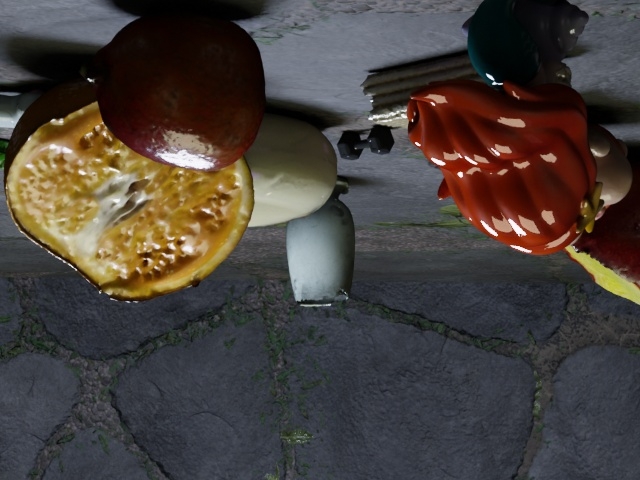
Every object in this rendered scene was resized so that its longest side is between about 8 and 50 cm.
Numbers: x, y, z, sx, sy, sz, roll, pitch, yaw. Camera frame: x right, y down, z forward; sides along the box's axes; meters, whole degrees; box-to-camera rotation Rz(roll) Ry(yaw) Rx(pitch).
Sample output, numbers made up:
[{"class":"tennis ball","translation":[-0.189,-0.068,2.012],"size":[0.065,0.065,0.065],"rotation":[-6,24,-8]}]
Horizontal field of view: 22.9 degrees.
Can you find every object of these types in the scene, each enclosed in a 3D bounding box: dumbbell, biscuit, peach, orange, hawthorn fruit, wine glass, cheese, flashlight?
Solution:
[{"class":"dumbbell","translation":[0.061,-0.132,2.149],"size":[0.083,0.040,0.036],"rotation":[-7,137,46]},{"class":"biscuit","translation":[0.162,-0.167,1.784],"size":[0.108,0.062,0.238],"rotation":[9,170,-43]},{"class":"peach","translation":[0.461,-0.025,2.308],"size":[0.257,0.201,0.361],"rotation":[35,-177,43]},{"class":"orange","translation":[-0.227,-0.066,1.899],"size":[0.310,0.274,0.274],"rotation":[41,160,-13]},{"class":"hawthorn fruit","translation":[-0.149,-0.155,1.588],"size":[0.188,0.169,0.169],"rotation":[13,167,-37]},{"class":"wine glass","translation":[0.000,0.000,2.520],"size":[0.111,0.205,0.111],"rotation":[-3,171,0]},{"class":"cheese","translation":[-0.115,-0.098,2.118],"size":[0.233,0.127,0.266],"rotation":[11,166,-35]},{"class":"flashlight","translation":[-0.411,-0.166,1.961],"size":[0.200,0.048,0.093],"rotation":[4,169,-2]}]

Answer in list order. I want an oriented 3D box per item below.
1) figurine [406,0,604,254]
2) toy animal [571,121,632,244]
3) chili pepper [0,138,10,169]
[{"class":"figurine","translation":[0.165,-0.124,1.388],"size":[0.180,0.257,0.208],"rotation":[1,171,1]},{"class":"toy animal","translation":[0.303,-0.086,2.021],"size":[0.197,0.171,0.171],"rotation":[18,163,-42]},{"class":"chili pepper","translation":[-0.461,-0.109,2.277],"size":[0.182,0.073,0.050],"rotation":[15,142,-38]}]
